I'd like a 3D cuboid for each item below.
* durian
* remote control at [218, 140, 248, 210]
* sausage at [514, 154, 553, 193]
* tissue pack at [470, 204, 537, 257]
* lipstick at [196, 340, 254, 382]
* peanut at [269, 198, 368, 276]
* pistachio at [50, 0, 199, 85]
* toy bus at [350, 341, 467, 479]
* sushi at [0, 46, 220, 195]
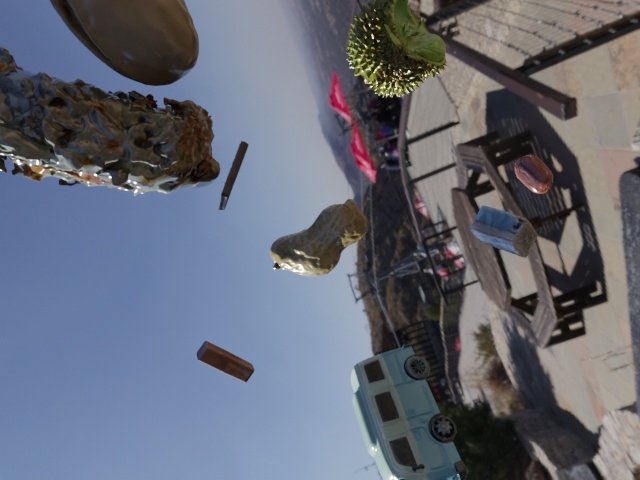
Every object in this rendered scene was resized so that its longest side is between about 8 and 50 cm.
[{"bbox_3d":[0.155,-0.415,1.003,0.237,0.176,0.200,0,-118,-55],"label":"durian"},{"bbox_3d":[-0.232,-0.177,1.234,0.245,0.025,0.063,-82,16,-44],"label":"remote control"},{"bbox_3d":[0.468,-0.146,1.017,0.094,0.054,0.059,55,150,19],"label":"sausage"},{"bbox_3d":[0.333,-0.016,0.840,0.074,0.058,0.094,35,176,-40],"label":"tissue pack"},{"bbox_3d":[-0.241,0.310,1.182,0.145,0.045,0.045,35,-179,-25],"label":"lipstick"},{"bbox_3d":[0.002,0.009,1.291,0.159,0.291,0.143,54,-165,-14],"label":"peanut"},{"bbox_3d":[-0.262,-0.313,0.640,0.126,0.152,0.223,12,159,41],"label":"pistachio"},{"bbox_3d":[0.164,0.366,0.934,0.133,0.165,0.271,90,165,-50],"label":"toy bus"},{"bbox_3d":[-0.385,-0.178,0.782,0.417,0.418,0.175,1,-84,-85],"label":"sushi"}]
